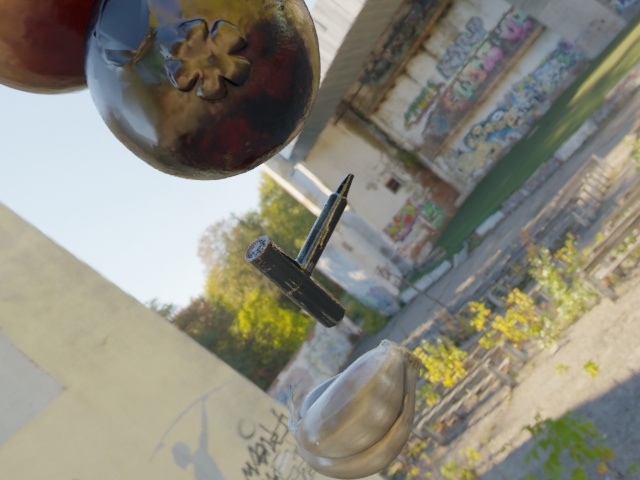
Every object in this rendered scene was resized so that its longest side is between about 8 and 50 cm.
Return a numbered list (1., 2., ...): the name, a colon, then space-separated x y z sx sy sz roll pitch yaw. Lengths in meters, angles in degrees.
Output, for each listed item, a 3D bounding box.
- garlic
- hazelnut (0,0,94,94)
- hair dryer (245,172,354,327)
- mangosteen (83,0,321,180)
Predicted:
1. garlic: 0.028 0.343 1.336 0.340 0.246 0.231 -26 -31 29
2. hazelnut: -0.423 -0.408 0.986 0.359 0.359 0.409 -51 34 5
3. hair dryer: 0.012 0.005 0.973 0.195 0.173 0.050 -51 31 -11
4. mangosteen: -0.147 -0.219 0.840 0.311 0.311 0.311 -51 -2 -2
